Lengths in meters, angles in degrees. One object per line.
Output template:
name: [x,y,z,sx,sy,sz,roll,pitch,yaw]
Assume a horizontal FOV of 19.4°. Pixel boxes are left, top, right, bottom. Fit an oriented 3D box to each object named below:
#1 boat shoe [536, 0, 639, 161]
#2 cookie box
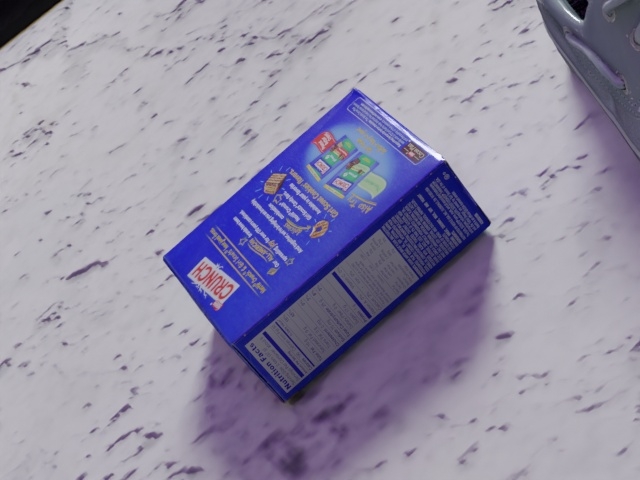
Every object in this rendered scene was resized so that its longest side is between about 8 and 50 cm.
boat shoe: [0.123,-0.076,0.668,0.079,0.081,0.227,-38,30,3]
cookie box: [0.000,0.000,0.741,0.107,0.040,0.092,-41,31,-2]
